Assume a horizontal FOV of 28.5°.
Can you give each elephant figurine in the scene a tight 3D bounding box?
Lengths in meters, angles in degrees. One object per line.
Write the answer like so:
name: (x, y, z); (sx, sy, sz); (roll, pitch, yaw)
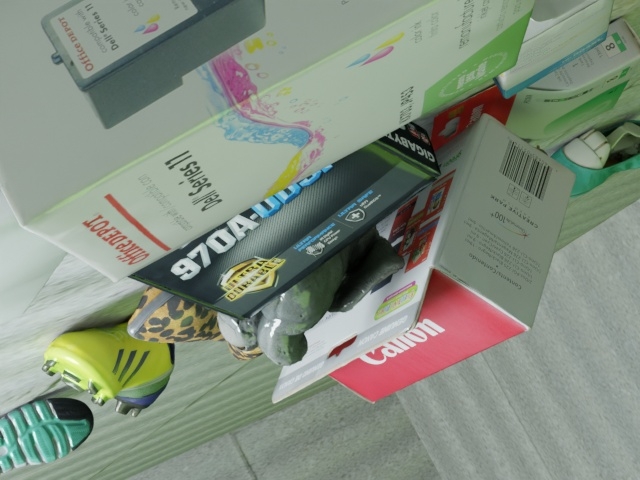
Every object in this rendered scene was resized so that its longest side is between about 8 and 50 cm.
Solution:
elephant figurine: (0.000, 0.000, 1.264); (0.186, 0.169, 0.239); (20, -140, 40)

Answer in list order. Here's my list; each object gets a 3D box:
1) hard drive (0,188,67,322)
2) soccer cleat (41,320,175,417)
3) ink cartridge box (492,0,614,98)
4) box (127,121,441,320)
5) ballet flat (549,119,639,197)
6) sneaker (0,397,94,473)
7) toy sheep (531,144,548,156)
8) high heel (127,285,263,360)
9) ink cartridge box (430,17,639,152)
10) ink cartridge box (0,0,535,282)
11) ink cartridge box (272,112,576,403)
hard drive: (-0.336, 0.050, 0.832); (0.353, 0.047, 0.233); (-21, 167, -36)
soccer cleat: (-0.234, 0.127, 1.439); (0.121, 0.093, 0.289); (-58, 168, -8)
ink cartridge box: (0.144, -0.174, 0.879); (0.090, 0.092, 0.143); (-30, 170, 4)
box: (-0.050, -0.036, 0.928); (0.220, 0.051, 0.175); (-36, 138, 29)
ballet flat: (0.415, -0.134, 1.878); (0.247, 0.083, 0.087); (-20, 143, -38)
sneaker: (-0.409, 0.259, 1.637); (0.224, 0.083, 0.098); (-19, -170, -31)
toy sheep: (0.257, -0.079, 1.659); (0.132, 0.091, 0.091); (-44, 178, -29)
high heel: (-0.138, 0.099, 1.422); (0.186, 0.093, 0.261); (-31, 155, -24)
ink cartridge box: (0.229, -0.143, 1.371); (0.225, 0.056, 0.181); (-29, 169, -3)
ink cartridge box: (-0.066, -0.086, 0.676); (0.353, 0.119, 0.207); (-28, 170, -1)
ink cartridge box: (0.104, 0.057, 1.364); (0.309, 0.130, 0.272); (-36, -154, 55)
